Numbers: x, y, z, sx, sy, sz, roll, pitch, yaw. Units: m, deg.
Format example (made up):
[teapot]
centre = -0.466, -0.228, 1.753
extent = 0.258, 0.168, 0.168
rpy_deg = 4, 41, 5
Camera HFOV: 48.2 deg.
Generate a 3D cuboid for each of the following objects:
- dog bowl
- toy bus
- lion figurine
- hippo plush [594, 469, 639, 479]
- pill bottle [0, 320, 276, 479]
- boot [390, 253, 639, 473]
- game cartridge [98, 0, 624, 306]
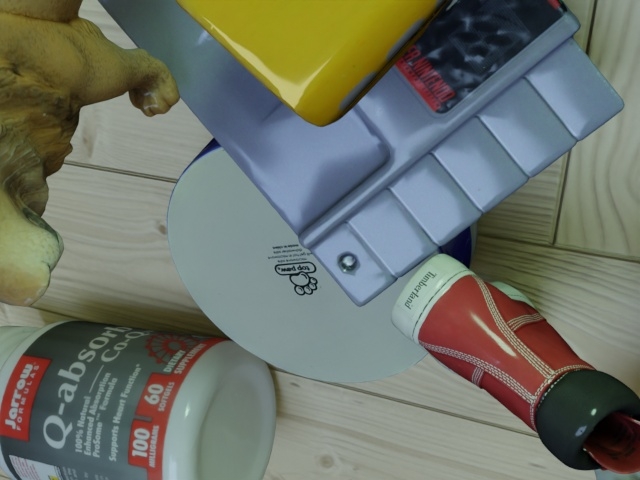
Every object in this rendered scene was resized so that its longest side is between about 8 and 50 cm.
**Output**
[dog bowl]
centre = 0.000, 0.000, 0.645
extent = 0.265, 0.104, 0.264
rpy_deg = 14, 130, 17
[toy bus]
centre = 0.079, -0.213, 0.346
extent = 0.108, 0.130, 0.332
rpy_deg = 44, 104, -1
[lion figurine]
centre = -0.140, -0.163, 0.343
extent = 0.142, 0.240, 0.391
rpy_deg = 14, 102, 11
[hippo plush]
centre = 0.287, 0.122, 0.499
extent = 0.235, 0.294, 0.236
rpy_deg = -21, 105, 17
[pill bottle]
centre = -0.255, 0.206, 0.857
extent = 0.363, 0.210, 0.210
rpy_deg = 3, 126, 24
[boot]
centre = 0.168, 0.105, 0.533
extent = 0.176, 0.244, 0.088
rpy_deg = 38, 96, 29
[game cartridge]
centre = 0.000, -0.157, 0.472
extent = 0.230, 0.068, 0.355
rpy_deg = -39, 93, 21
